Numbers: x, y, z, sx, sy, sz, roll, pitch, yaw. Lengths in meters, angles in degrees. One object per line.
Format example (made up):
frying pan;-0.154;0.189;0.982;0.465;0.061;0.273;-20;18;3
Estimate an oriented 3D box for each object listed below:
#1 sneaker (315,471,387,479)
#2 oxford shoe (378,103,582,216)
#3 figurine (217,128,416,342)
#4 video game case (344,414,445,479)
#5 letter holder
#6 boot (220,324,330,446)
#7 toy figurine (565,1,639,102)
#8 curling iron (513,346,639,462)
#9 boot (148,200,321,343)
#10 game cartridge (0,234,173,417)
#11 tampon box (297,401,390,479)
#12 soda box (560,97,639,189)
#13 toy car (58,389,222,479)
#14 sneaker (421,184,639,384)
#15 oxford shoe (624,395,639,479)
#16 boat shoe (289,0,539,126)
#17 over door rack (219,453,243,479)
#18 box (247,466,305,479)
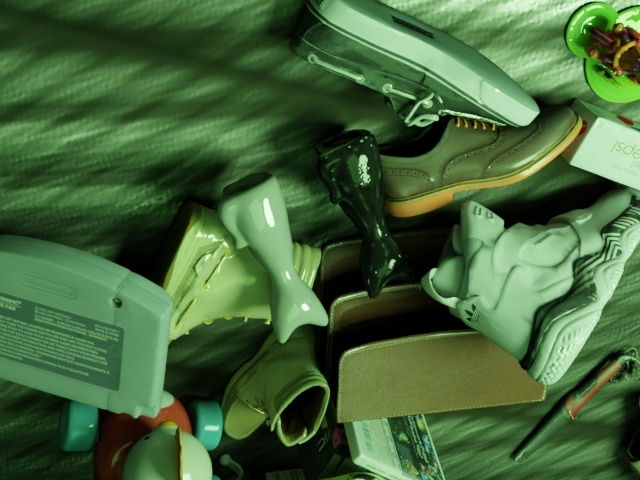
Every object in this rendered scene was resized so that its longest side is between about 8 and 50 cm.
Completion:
sneaker;-0.073;0.410;1.186;0.384;0.145;0.147;-28;146;-6
oxford shoe;0.198;-0.122;1.115;0.271;0.097;0.098;-24;117;1
figurine;0.000;0.000;1.085;0.214;0.092;0.209;-26;106;-14
video game case;0.098;0.272;1.271;0.173;0.190;0.022;31;114;-27
letter holder;0.156;0.108;1.211;0.301;0.152;0.214;-4;120;-11
boot;-0.066;0.230;1.220;0.077;0.165;0.213;27;110;-25
toy figurine;0.401;-0.210;1.069;0.173;0.159;0.130;25;112;-25
curling iron;0.422;0.277;1.444;0.068;0.035;0.274;35;107;-28
boot;-0.131;0.091;1.165;0.203;0.095;0.262;18;110;-23
game cartridge;-0.327;0.099;1.085;0.294;0.060;0.196;16;122;6
tampon box;0.061;0.316;1.330;0.161;0.120;0.101;22;115;-24
soda box;0.423;-0.115;1.186;0.216;0.069;0.074;17;116;-21
toy car;-0.208;0.283;1.146;0.219;0.210;0.238;6;159;-27
sneaker;0.284;0.007;1.143;0.210;0.366;0.137;30;138;14
oxford shoe;0.591;0.385;1.523;0.130;0.123;0.348;1;121;13
boat shoe;0.111;-0.192;1.041;0.306;0.113;0.105;20;121;-21
over door rack;-0.283;0.454;1.323;0.324;0.108;0.240;-11;125;-32
box;-0.023;0.485;1.385;0.168;0.167;0.203;-5;122;-11
